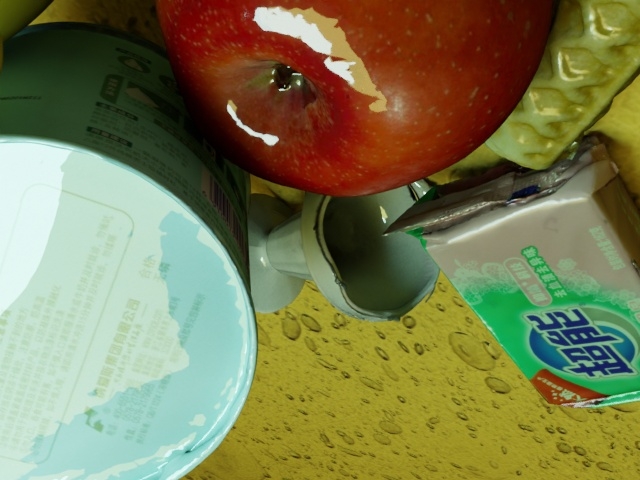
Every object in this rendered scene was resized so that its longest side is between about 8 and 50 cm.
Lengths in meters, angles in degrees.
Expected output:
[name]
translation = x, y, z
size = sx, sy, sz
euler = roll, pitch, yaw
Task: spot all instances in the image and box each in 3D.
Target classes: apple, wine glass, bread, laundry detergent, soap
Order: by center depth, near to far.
[bread]
translation = 0.204, -0.162, 0.588
size = 0.084, 0.077, 0.367
euler = 12, 149, -11
[apple]
translation = 0.014, -0.154, 0.603
size = 0.260, 0.216, 0.260
euler = 20, 147, 14
[laundry detergent]
translation = -0.193, -0.003, 0.694
size = 0.287, 0.305, 0.287
euler = -3, 118, -5
[soap]
translation = 0.220, 0.037, 0.827
size = 0.218, 0.098, 0.273
euler = -16, 129, 35
[wine glass]
translation = 0.000, 0.000, 0.888
size = 0.196, 0.165, 0.165
euler = -6, 136, 49

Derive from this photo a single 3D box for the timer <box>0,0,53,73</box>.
[timer]
translation = -0.313, -0.237, 0.544
size = 0.376, 0.387, 0.376
euler = 16, 148, 11
